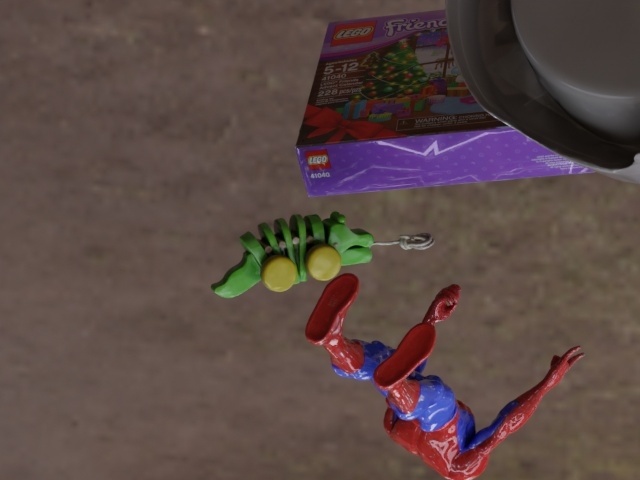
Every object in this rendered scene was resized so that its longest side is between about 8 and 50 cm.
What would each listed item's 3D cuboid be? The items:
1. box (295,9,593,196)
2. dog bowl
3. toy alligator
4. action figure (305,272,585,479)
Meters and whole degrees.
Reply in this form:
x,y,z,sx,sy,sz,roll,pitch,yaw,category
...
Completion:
x,y,z,sx,sy,sz,roll,pitch,yaw,category
0.137,-0.128,1.664,0.293,0.201,0.057,-5,126,13,box
0.269,-0.197,1.457,0.349,0.349,0.102,-8,153,32,dog bowl
0.000,0.000,1.559,0.189,0.051,0.056,-14,-163,-16,toy alligator
0.087,0.074,1.277,0.091,0.139,0.280,35,169,24,action figure
